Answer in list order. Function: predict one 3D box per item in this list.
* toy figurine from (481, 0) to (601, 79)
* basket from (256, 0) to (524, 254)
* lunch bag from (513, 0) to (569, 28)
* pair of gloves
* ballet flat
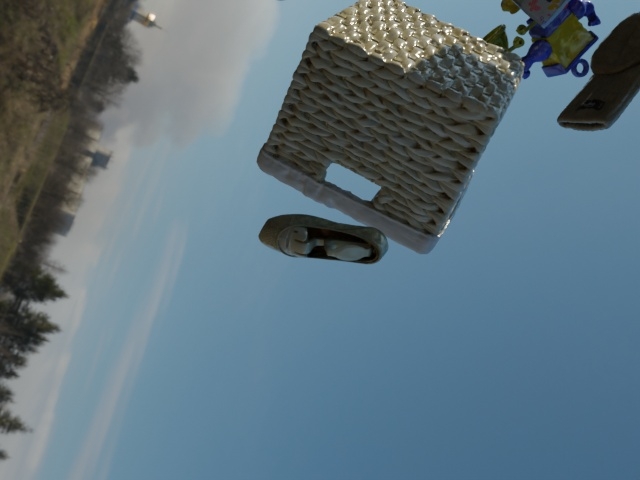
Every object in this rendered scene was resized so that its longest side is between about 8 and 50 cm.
[{"bbox_3d":[0.463,-0.387,1.296,0.362,0.217,0.191,-48,-155,-9],"label":"toy figurine"},{"bbox_3d":[0.126,-0.209,1.106,0.331,0.328,0.266,-51,166,-52],"label":"basket"},{"bbox_3d":[0.291,-0.326,0.865,0.071,0.053,0.083,-49,-134,27],"label":"lunch bag"},{"bbox_3d":[0.379,-0.189,0.667,0.204,0.042,0.240,-57,-153,-13],"label":"pair of gloves"},{"bbox_3d":[0.000,0.000,0.826,0.052,0.168,0.057,-68,160,-64],"label":"ballet flat"}]
